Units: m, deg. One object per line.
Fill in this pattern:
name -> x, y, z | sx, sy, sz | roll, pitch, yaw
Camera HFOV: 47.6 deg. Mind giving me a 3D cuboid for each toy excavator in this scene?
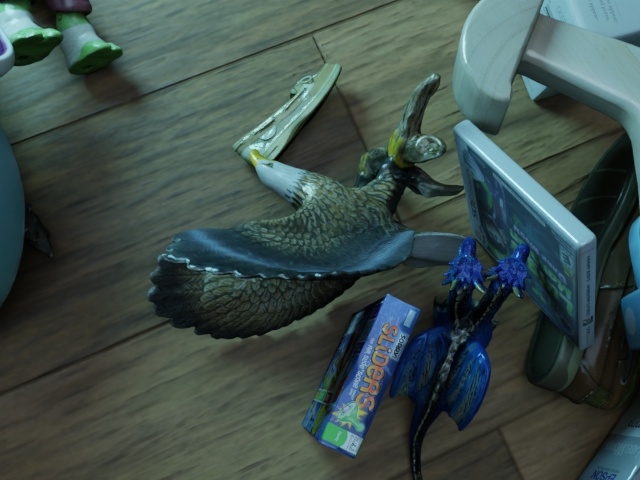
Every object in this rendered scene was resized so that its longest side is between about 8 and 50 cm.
toy excavator -> 0.354, -0.028, 0.654 | 0.433, 0.222, 0.444 | -4, 73, 3

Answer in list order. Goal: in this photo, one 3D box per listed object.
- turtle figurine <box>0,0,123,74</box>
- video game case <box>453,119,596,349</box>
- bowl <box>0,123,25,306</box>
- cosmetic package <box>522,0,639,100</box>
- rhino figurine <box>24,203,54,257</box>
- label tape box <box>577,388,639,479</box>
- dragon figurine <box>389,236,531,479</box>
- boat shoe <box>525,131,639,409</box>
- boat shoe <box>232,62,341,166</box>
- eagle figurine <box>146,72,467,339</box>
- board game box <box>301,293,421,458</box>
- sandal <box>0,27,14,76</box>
turtle figurine -> -0.278, -0.328, 0.754 | 0.275, 0.198, 0.266 | -18, 87, -5
video game case -> 0.198, -0.005, 0.709 | 0.022, 0.173, 0.190 | -30, 48, -5
bowl -> -0.444, -0.025, 0.636 | 0.312, 0.163, 0.311 | 3, 99, 16
cosmetic package -> 0.323, -0.273, 0.820 | 0.184, 0.151, 0.151 | -16, 81, -9
rhino figurine -> -0.357, -0.068, 0.741 | 0.073, 0.106, 0.243 | -43, 86, -10
label tape box -> 0.413, 0.287, 0.744 | 0.249, 0.115, 0.347 | 39, 77, 4
dragon figurine -> 0.123, 0.129, 0.717 | 0.085, 0.144, 0.289 | 23, 92, 14
boat shoe -> 0.325, 0.031, 0.794 | 0.105, 0.111, 0.307 | 22, 88, -5
boat shoe -> -0.034, -0.146, 0.814 | 0.048, 0.056, 0.153 | 39, 86, -2
eagle figurine -> -0.009, -0.005, 0.715 | 0.225, 0.226, 0.298 | 21, 55, 38
board game box -> 0.032, 0.128, 0.693 | 0.035, 0.201, 0.136 | 26, 79, 0
sandal -> -0.436, -0.261, 0.675 | 0.416, 0.102, 0.169 | 36, 39, 29
